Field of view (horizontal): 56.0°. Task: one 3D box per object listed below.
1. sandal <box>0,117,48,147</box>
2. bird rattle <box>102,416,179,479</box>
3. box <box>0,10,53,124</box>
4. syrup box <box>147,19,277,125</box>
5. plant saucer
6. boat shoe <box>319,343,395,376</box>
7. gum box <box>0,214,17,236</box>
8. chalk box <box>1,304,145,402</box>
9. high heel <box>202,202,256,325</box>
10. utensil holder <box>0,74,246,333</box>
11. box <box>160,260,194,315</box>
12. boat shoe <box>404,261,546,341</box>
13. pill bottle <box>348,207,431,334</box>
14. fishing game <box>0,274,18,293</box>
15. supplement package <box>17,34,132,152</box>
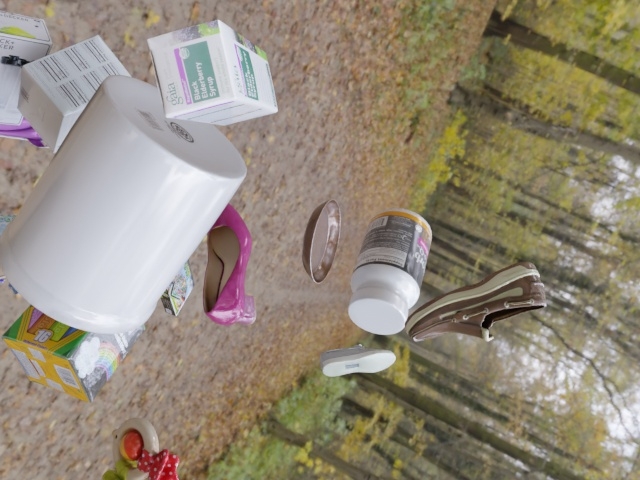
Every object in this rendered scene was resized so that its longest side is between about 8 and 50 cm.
[{"bbox_3d":[-0.819,-0.340,1.806,0.102,0.416,0.169,-101,-167,-46],"label":"sandal"},{"bbox_3d":[-0.491,0.577,1.602,0.253,0.207,0.143,-33,154,35],"label":"bird rattle"},{"bbox_3d":[-0.791,-0.418,1.472,0.169,0.087,0.290,-3,146,-47],"label":"box"},{"bbox_3d":[-0.133,-0.214,0.807,0.237,0.096,0.093,-47,125,-79],"label":"syrup box"},{"bbox_3d":[0.000,0.000,1.182,0.168,0.029,0.169,10,90,-72],"label":"plant saucer"},{"bbox_3d":[0.107,0.344,1.790,0.081,0.227,0.079,-111,-160,-53],"label":"boat shoe"},{"bbox_3d":[-0.973,-0.016,1.891,0.184,0.156,0.041,-116,-147,-50],"label":"gum box"},{"bbox_3d":[-0.538,0.187,1.390,0.180,0.179,0.289,89,21,-43],"label":"chalk box"},{"bbox_3d":[-0.264,0.041,1.589,0.127,0.377,0.181,-27,156,18],"label":"high heel"},{"bbox_3d":[-0.371,-0.069,1.162,0.385,0.327,0.327,-50,174,18],"label":"utensil holder"},{"bbox_3d":[-0.397,0.112,1.645,0.207,0.036,0.114,97,16,-59],"label":"box"},{"bbox_3d":[0.268,0.132,1.053,0.257,0.095,0.095,-31,149,25],"label":"boat shoe"},{"bbox_3d":[0.161,0.069,1.405,0.162,0.162,0.279,103,6,-50],"label":"pill bottle"},{"bbox_3d":[-0.742,0.140,1.624,0.189,0.264,0.041,-64,169,-82],"label":"fishing game"},{"bbox_3d":[-0.591,-0.352,1.453,0.203,0.149,0.194,-40,-175,-35],"label":"supplement package"}]
